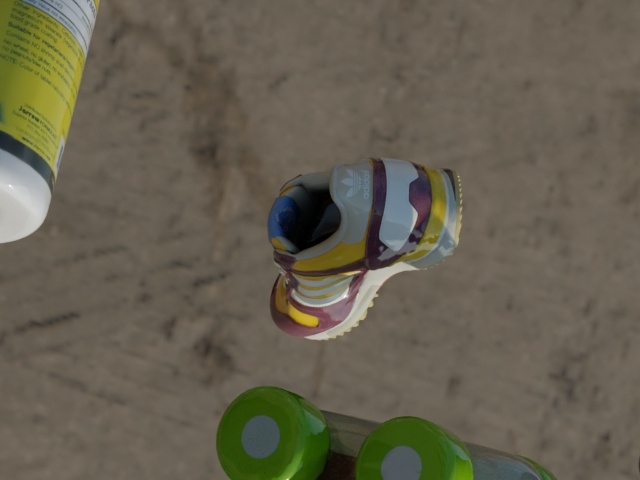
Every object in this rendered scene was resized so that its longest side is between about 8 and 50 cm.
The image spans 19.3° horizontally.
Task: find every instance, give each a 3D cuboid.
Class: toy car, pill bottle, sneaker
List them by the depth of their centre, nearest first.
[{"bbox_3d":[0.023,0.182,0.920,0.155,0.149,0.188,28,74,-59],"label":"toy car"},{"bbox_3d":[0.000,0.000,1.023,0.084,0.185,0.069,12,62,-24],"label":"sneaker"},{"bbox_3d":[-0.308,-0.181,1.724,0.188,0.188,0.334,54,41,-57],"label":"pill bottle"}]

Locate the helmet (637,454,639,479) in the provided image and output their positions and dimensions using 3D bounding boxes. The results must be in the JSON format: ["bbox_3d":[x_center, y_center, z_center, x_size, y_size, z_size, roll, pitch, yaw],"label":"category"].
[{"bbox_3d":[0.251,0.130,0.949,0.169,0.169,0.161,-39,117,-49],"label":"helmet"}]
